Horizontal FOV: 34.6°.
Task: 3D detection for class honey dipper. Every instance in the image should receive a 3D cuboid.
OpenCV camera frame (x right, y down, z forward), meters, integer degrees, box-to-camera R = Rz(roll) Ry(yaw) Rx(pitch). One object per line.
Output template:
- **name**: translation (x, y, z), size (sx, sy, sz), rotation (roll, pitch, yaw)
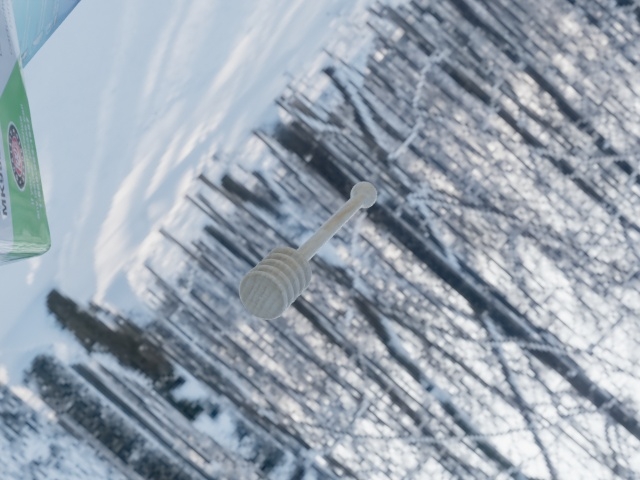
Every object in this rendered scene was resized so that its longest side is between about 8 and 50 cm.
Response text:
- **honey dipper**: translation (0.000, 0.000, 0.632), size (0.030, 0.030, 0.160), rotation (-47, 178, 34)

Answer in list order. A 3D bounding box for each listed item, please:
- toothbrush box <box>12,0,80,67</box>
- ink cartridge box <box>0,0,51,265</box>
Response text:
- **toothbrush box**: translation (-0.276, -0.176, 0.707), size (0.295, 0.126, 0.216), rotation (-62, -176, -29)
- **ink cartridge box**: translation (-0.209, -0.085, 0.385), size (0.121, 0.211, 0.289), rotation (-9, 180, -1)
